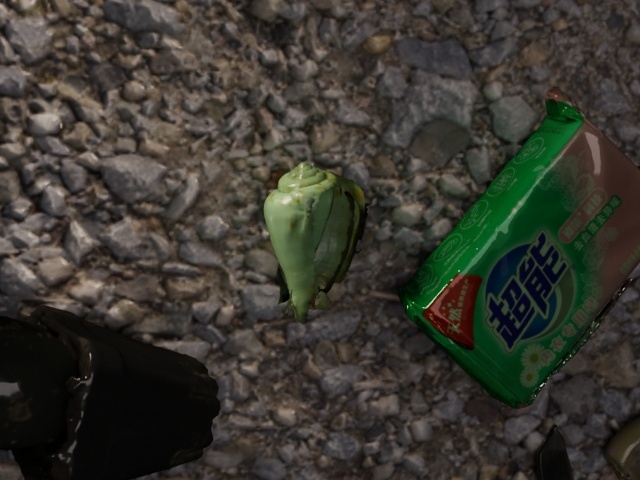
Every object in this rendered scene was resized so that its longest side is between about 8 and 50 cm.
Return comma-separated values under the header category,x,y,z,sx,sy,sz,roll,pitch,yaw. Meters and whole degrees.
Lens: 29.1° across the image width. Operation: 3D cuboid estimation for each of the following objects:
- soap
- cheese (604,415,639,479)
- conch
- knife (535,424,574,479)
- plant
category,x,y,z,sx,sy,sz,roll,pitch,yaw
soap,0.217,0.014,1.256,0.218,0.098,0.273,42,84,-15
cheese,0.410,0.209,1.392,0.192,0.037,0.097,-39,112,-8
conch,0.000,0.000,1.198,0.105,0.079,0.170,-9,119,-10
knife,0.269,0.316,1.378,0.060,0.028,0.230,-13,102,-28
plant,-0.221,0.145,1.108,0.256,0.164,0.142,16,96,-32
